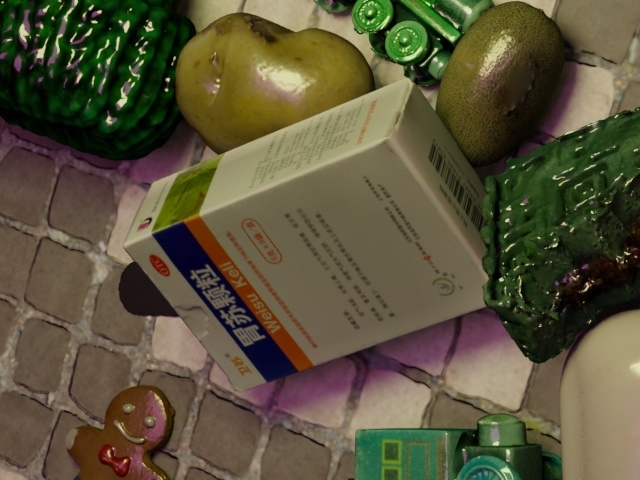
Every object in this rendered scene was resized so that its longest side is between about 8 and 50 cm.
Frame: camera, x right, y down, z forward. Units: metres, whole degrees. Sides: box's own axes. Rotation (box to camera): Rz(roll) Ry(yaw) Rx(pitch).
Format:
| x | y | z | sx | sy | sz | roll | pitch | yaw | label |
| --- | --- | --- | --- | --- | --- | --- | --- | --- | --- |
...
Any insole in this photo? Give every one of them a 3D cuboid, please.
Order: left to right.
| x | y | z | sx | sy | sz | roll | pitch | yaw | label |
| --- | --- | --- | --- | --- | --- | --- | --- | --- | --- |
| -0.109 | 0.045 | 1.975 | 0.232 | 0.003 | 0.080 | -5 | 84 | 29 | insole |

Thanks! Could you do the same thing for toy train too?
| x | y | z | sx | sy | sz | roll | pitch | yaw | label |
| --- | --- | --- | --- | --- | --- | --- | --- | --- | --- |
| 0.056 | -0.252 | 1.863 | 0.251 | 0.085 | 0.119 | 41 | 91 | 22 | toy train |
| 0.125 | 0.304 | 1.764 | 0.194 | 0.120 | 0.298 | -3 | 85 | 37 | toy train |

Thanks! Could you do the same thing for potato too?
| x | y | z | sx | sy | sz | roll | pitch | yaw | label |
| --- | --- | --- | --- | --- | --- | --- | --- | --- | --- |
| -0.039 | -0.134 | 1.863 | 0.200 | 0.154 | 0.137 | 16 | 81 | 21 | potato |

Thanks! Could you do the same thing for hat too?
| x | y | z | sx | sy | sz | roll | pitch | yaw | label |
| --- | --- | --- | --- | --- | --- | --- | --- | --- | --- |
| -0.229 | -0.264 | 1.946 | 0.274 | 0.242 | 0.332 | 17 | 82 | 17 | hat |

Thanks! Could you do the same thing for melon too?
| x | y | z | sx | sy | sz | roll | pitch | yaw | label |
| --- | --- | --- | --- | --- | --- | --- | --- | --- | --- |
| 0.160 | -0.140 | 1.780 | 0.099 | 0.099 | 0.162 | 34 | 105 | 27 | melon |

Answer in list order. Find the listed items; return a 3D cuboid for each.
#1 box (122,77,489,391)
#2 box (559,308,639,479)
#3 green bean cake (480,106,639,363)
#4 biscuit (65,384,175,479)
| x | y | z | sx | sy | sz | roll | pitch | yaw | label |
| --- | --- | --- | --- | --- | --- | --- | --- | --- | --- |
| 0.000 | 0.000 | 1.796 | 0.299 | 0.106 | 0.200 | -21 | 120 | 27 | box |
| 0.341 | 0.225 | 1.628 | 0.289 | 0.141 | 0.349 | -6 | 83 | 28 | box |
| 0.242 | -0.015 | 1.670 | 0.208 | 0.107 | 0.193 | -23 | 31 | 23 | green bean cake |
| -0.214 | 0.241 | 2.007 | 0.138 | 0.031 | 0.205 | 32 | 100 | 28 | biscuit |
